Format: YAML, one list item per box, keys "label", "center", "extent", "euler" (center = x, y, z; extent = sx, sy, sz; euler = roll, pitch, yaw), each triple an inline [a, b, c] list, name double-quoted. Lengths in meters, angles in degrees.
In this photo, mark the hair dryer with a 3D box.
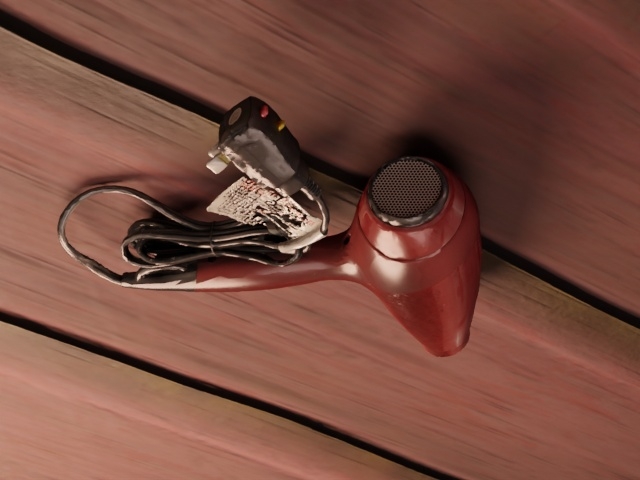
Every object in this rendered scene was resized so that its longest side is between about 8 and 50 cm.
- label: "hair dryer"
  center: [0.000, 0.000, 1.004]
  extent: [0.293, 0.080, 0.223]
  euler: [29, 147, -29]
